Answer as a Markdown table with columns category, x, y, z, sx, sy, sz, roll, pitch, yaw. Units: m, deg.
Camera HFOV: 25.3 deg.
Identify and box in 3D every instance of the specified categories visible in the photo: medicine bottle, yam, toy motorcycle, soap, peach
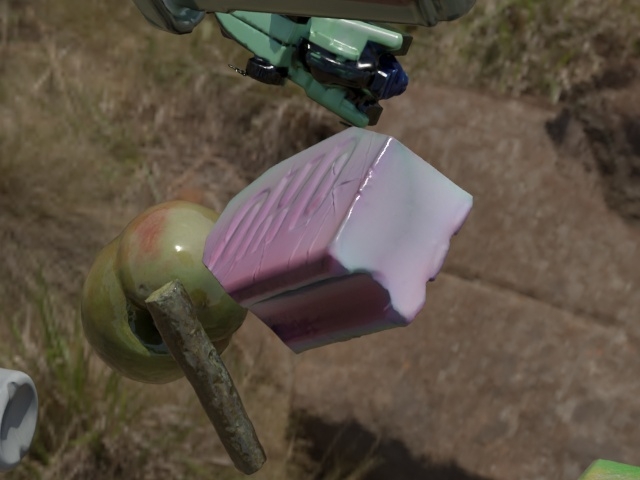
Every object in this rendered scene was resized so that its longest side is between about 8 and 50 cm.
| category | x | y | z | sx | sy | sz | roll | pitch | yaw |
| --- | --- | --- | --- | --- | --- | --- | --- | --- | --- |
| medicine bottle | -0.488 | 0.172 | 1.549 | 0.352 | 0.110 | 0.110 | 7 | 39 | 14 |
| yam | -0.145 | 0.179 | 1.852 | 0.061 | 0.274 | 0.061 | -25 | 14 | 7 |
| toy motorcycle | -0.041 | -0.258 | 1.759 | 0.331 | 0.125 | 0.196 | 30 | 19 | 23 |
| soap | 0.000 | 0.000 | 1.328 | 0.109 | 0.324 | 0.193 | 39 | 62 | -17 |
| peach | -0.232 | 0.074 | 2.189 | 0.247 | 0.292 | 0.292 | 21 | 40 | -10 |

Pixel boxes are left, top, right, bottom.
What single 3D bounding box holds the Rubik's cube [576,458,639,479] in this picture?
| category | x | y | z | sx | sy | sz | roll | pitch | yaw |
| --- | --- | --- | --- | --- | --- | --- | --- | --- | --- |
| Rubik's cube | 0.381 | 0.417 | 1.566 | 0.368 | 0.358 | 0.387 | -26 | 42 | -24 |

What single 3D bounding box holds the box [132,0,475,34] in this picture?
| category | x | y | z | sx | sy | sz | roll | pitch | yaw |
| --- | --- | --- | --- | --- | --- | --- | --- | --- | --- |
| box | -0.018 | -0.219 | 0.670 | 0.182 | 0.312 | 0.175 | 12 | 75 | 18 |
